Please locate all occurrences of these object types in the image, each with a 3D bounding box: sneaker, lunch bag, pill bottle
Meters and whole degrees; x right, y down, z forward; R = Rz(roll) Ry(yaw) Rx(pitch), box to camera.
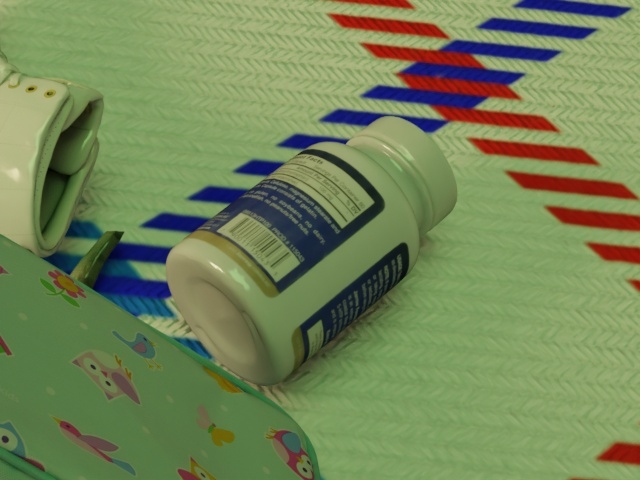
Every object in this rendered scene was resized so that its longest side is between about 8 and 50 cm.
[{"bbox_3d":[-0.228,-0.108,0.975,0.169,0.108,0.292,-4,62,9],"label":"sneaker"},{"bbox_3d":[-0.122,0.121,0.737,0.279,0.108,0.224,36,17,-22],"label":"lunch bag"},{"bbox_3d":[0.000,0.000,0.921,0.112,0.112,0.186,40,60,23],"label":"pill bottle"}]

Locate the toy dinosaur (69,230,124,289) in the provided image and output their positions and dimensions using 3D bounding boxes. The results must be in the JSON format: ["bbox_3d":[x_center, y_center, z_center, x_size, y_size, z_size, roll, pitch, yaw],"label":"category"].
[{"bbox_3d":[-0.190,0.096,0.871,0.118,0.064,0.268,9,49,-15],"label":"toy dinosaur"}]
